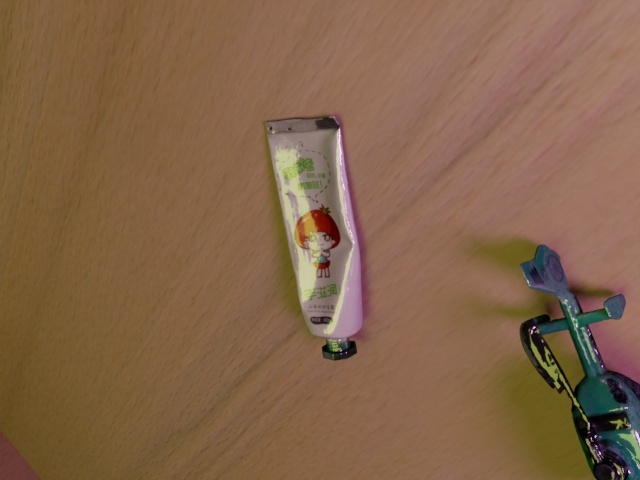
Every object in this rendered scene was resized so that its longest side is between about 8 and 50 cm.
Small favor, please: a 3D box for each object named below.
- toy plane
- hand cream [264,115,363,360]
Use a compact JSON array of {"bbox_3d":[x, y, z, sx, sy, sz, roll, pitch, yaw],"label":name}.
[{"bbox_3d":[0.307,0.181,0.612,0.106,0.155,0.382,-25,80,42],"label":"toy plane"},{"bbox_3d":[0.000,0.000,0.801,0.121,0.076,0.336,-1,105,34],"label":"hand cream"}]
